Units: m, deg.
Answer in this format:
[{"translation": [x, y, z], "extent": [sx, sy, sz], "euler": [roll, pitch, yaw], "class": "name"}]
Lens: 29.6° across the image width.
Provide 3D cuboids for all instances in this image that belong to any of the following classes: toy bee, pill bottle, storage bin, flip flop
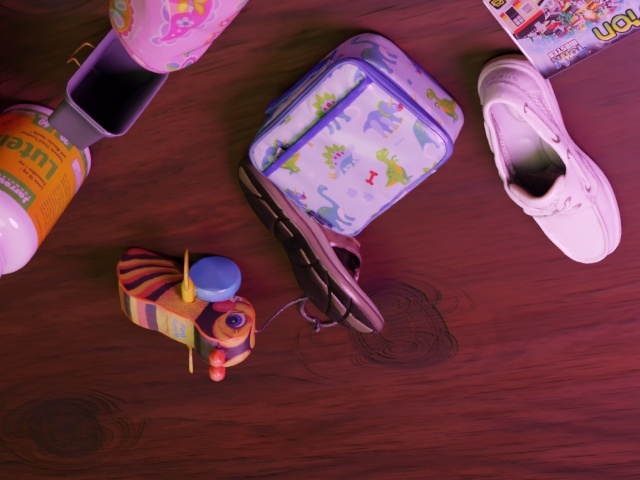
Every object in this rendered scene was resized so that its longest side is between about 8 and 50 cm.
[{"translation": [-0.145, 0.097, 1.575], "extent": [0.298, 0.162, 0.195], "euler": [-4, 127, 25], "class": "toy bee"}, {"translation": [-0.391, -0.046, 1.482], "extent": [0.136, 0.246, 0.136], "euler": [11, 133, 12], "class": "pill bottle"}, {"translation": [-0.258, -0.173, 1.402], "extent": [0.098, 0.135, 0.091], "euler": [42, 141, -18], "class": "storage bin"}, {"translation": [0.000, 0.000, 1.487], "extent": [0.277, 0.080, 0.112], "euler": [55, 156, -9], "class": "flip flop"}]

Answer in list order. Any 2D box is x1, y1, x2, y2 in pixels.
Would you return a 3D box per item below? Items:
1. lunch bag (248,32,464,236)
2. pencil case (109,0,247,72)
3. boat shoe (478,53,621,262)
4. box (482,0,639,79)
[{"translation": [0.034, -0.117, 1.361], "extent": [0.176, 0.090, 0.219], "euler": [42, 131, -13], "class": "lunch bag"}, {"translation": [-0.108, -0.292, 1.237], "extent": [0.124, 0.124, 0.284], "euler": [37, 133, -13], "class": "pencil case"}, {"translation": [0.241, -0.066, 1.317], "extent": [0.098, 0.096, 0.277], "euler": [-18, 122, 33], "class": "boat shoe"}, {"translation": [0.274, -0.249, 1.180], "extent": [0.207, 0.036, 0.114], "euler": [-27, 117, 37], "class": "box"}]
